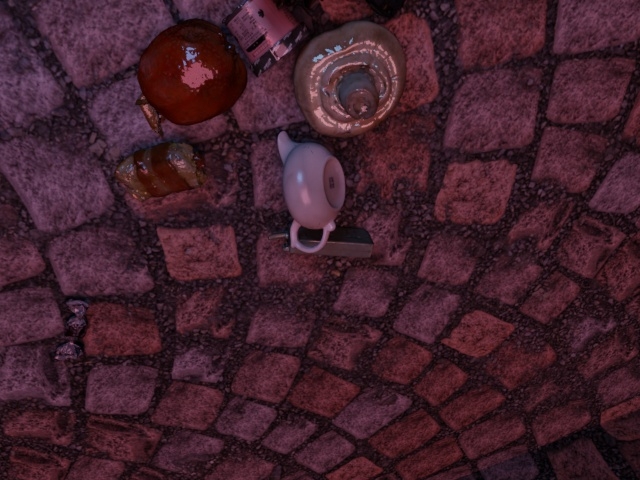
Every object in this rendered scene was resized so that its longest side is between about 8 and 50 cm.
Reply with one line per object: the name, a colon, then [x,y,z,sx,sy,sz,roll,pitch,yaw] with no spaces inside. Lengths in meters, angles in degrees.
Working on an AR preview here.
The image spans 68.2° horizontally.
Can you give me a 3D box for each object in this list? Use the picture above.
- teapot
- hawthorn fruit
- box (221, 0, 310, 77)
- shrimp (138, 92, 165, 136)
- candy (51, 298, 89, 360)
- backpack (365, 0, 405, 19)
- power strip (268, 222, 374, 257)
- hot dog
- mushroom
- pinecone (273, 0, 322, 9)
teapot: [-0.028,-0.114,1.169,0.165,0.208,0.300,6,101,13]
hawthorn fruit: [-0.286,-0.338,1.001,0.253,0.205,0.205,-29,121,16]
box: [-0.119,-0.445,0.997,0.151,0.151,0.135,-37,112,11]
shrimp: [-0.380,-0.297,1.102,0.059,0.023,0.108,-25,122,-6]
candy: [-0.706,0.258,1.343,0.093,0.051,0.226,20,114,-18]
backpack: [0.123,-0.580,0.950,0.133,0.206,0.258,9,144,36]
power strip: [0.000,0.000,1.305,0.287,0.093,0.053,4,121,-14]
hot dog: [-0.379,-0.169,1.135,0.213,0.103,0.146,-8,143,4]
mushroom: [0.066,-0.343,1.037,0.253,0.234,0.260,11,118,-13]
pinecone: [-0.062,-0.519,0.864,0.204,0.179,0.184,-45,104,-23]
